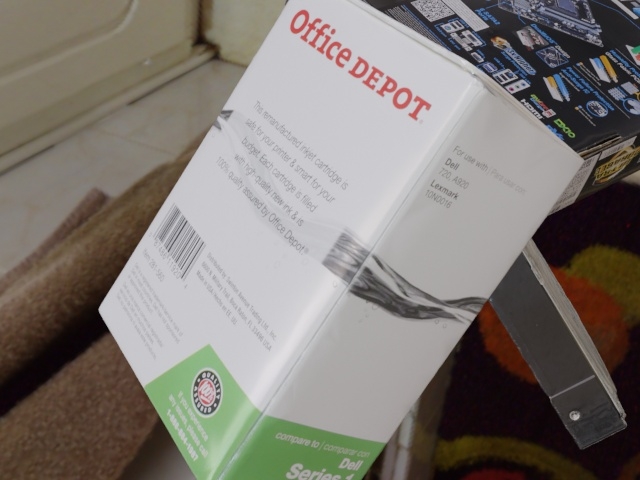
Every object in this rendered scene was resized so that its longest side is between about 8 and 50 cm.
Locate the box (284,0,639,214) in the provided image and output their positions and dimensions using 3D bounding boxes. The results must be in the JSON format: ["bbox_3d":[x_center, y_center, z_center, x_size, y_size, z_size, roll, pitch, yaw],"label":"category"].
[{"bbox_3d":[0.170,-0.170,0.811,0.295,0.293,0.073,50,146,26],"label":"box"}]

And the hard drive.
[{"bbox_3d":[0.211,0.033,1.041,0.064,0.237,0.339,-32,96,13],"label":"hard drive"}]

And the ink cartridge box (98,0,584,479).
[{"bbox_3d":[0.000,0.000,0.479,0.219,0.092,0.160,-56,42,11],"label":"ink cartridge box"}]
